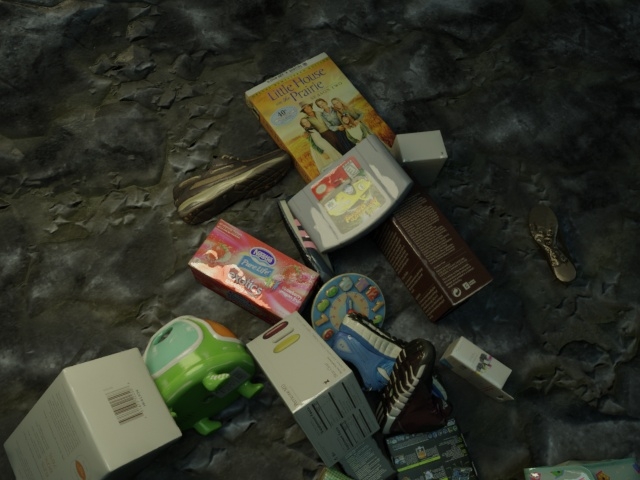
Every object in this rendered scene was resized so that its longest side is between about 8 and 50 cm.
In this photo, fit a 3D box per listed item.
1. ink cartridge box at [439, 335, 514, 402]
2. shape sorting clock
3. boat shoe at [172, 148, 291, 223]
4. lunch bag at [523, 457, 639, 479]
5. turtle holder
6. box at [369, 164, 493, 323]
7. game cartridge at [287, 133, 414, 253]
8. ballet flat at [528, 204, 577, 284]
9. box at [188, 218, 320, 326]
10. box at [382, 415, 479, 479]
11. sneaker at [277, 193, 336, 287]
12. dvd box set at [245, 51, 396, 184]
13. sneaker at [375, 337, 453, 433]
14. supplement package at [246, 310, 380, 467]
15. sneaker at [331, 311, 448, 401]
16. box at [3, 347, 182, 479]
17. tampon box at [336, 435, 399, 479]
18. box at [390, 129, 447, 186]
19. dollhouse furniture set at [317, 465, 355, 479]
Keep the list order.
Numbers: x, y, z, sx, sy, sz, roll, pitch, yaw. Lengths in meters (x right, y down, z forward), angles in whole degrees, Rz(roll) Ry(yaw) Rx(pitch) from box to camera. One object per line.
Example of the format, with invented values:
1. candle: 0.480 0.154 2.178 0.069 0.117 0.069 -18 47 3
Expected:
1. ink cartridge box: 0.403 0.326 1.318 0.181 0.104 0.061 35 70 9
2. shape sorting clock: 0.074 0.185 1.345 0.206 0.040 0.206 -2 94 -23
3. boat shoe: -0.253 -0.182 1.470 0.356 0.132 0.130 -28 72 -16
4. lunch bag: 0.594 0.612 1.172 0.263 0.160 0.223 2 66 -15
5. turtle holder: -0.314 0.326 1.227 0.320 0.243 0.227 -51 58 19
6. box: 0.262 0.011 1.395 0.143 0.191 0.381 -30 74 -16
7. game cartridge: 0.078 -0.108 1.328 0.294 0.060 0.196 -39 74 11
8. ballet flat: 0.666 0.013 1.497 0.084 0.058 0.249 -27 61 23
9. box: -0.167 0.095 1.355 0.300 0.142 0.154 29 68 8
10. box: 0.267 0.539 1.256 0.191 0.045 0.184 -14 71 -10
11. sneaker: 0.000 0.000 1.422 0.131 0.112 0.318 -25 72 -10
12. dvd box set: 0.010 -0.357 1.597 0.308 0.062 0.420 -31 73 -16
13. sneaker: 0.243 0.342 1.198 0.163 0.281 0.106 13 33 -10
14. supplement package: -0.021 0.322 1.170 0.145 0.204 0.262 -34 34 -14
15. sneaker: 0.170 0.320 1.309 0.330 0.130 0.147 34 100 -1
16. box: -0.479 0.415 1.085 0.168 0.345 0.215 -8 60 -55
17. tampon box: 0.086 0.497 1.217 0.102 0.120 0.161 -32 73 -14
18. box: 0.271 -0.226 1.502 0.130 0.170 0.090 -7 68 -7
19. dollhouse furniture set: 0.032 0.657 1.067 0.198 0.151 0.301 24 96 4
